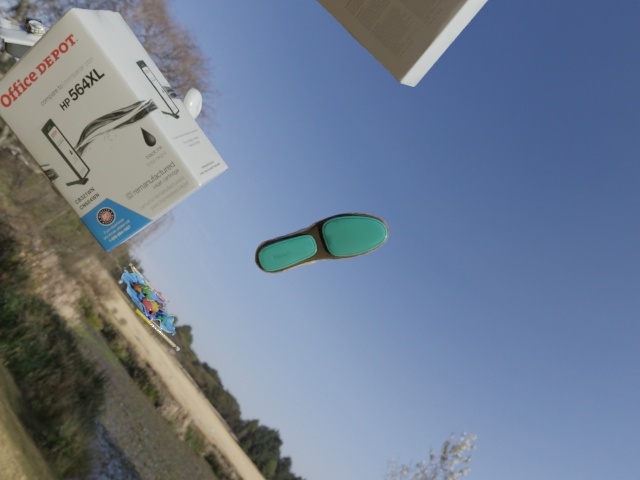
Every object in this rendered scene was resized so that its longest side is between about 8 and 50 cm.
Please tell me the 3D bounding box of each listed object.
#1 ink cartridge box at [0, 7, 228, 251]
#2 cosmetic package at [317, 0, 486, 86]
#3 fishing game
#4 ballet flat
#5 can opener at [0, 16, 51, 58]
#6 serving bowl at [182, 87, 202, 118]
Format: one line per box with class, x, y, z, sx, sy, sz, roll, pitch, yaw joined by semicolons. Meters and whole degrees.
ink cartridge box;-0.224;-0.115;0.558;0.203;0.148;0.086;54;21;-11
cosmetic package;0.198;-0.542;1.010;0.284;0.097;0.377;48;-62;11
fishing game;-0.381;0.132;1.180;0.189;0.041;0.264;55;-7;-25
ballet flat;0.000;0.000;1.223;0.106;0.316;0.107;-141;-140;-85
can opener;-0.629;-0.387;0.972;0.093;0.280;0.074;-54;-126;34
serving bowl;-0.312;-0.329;1.280;0.027;0.083;0.083;21;-27;2
